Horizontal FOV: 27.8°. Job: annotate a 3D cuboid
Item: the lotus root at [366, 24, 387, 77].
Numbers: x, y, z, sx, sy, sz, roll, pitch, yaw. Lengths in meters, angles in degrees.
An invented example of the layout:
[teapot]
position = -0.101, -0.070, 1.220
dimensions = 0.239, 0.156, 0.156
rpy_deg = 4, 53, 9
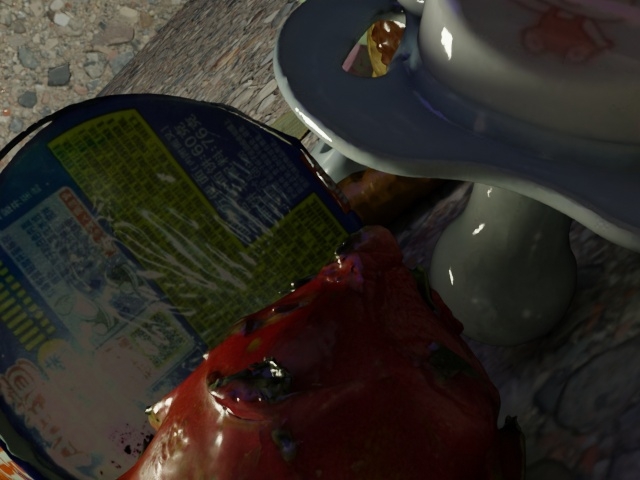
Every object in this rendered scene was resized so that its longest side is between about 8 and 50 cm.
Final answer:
[lotus root]
position = 0.104, -0.191, 1.090
dimensions = 0.214, 0.138, 0.138
rpy_deg = -45, 16, 38

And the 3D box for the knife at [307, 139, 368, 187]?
[knife]
position = -0.066, 0.021, 1.149
dimensions = 0.331, 0.044, 0.080
rpy_deg = -45, 25, 21

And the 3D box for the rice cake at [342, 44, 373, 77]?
[rice cake]
position = 0.044, -0.201, 1.291
dimensions = 0.051, 0.081, 0.290
rpy_deg = -46, 14, 42

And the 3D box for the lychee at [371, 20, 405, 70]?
[lychee]
position = 0.123, -0.179, 0.915
dimensions = 0.200, 0.200, 0.238
rpy_deg = -45, 38, 3

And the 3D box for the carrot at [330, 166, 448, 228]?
[carrot]
position = 0.000, 0.000, 1.020
dimensions = 0.314, 0.066, 0.066
rpy_deg = -33, 23, 23

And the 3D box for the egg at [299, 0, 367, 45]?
[egg]
position = 0.069, -0.257, 1.213
dimensions = 0.192, 0.149, 0.149
rpy_deg = -16, 15, -12

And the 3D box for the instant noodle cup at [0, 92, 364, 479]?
[instant noodle cup]
position = -0.152, 0.077, 0.906
dimensions = 0.284, 0.284, 0.312
rpy_deg = -57, 14, -30

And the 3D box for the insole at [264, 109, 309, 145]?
[insole]
position = -0.120, -0.055, 1.444
dimensions = 0.348, 0.009, 0.119
rpy_deg = -35, 23, 29

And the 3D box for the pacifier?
[pacifier]
position = 0.112, -0.045, 0.688
dimensions = 0.238, 0.287, 0.226
rpy_deg = -62, -12, -54

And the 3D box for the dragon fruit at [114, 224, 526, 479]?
[dragon fruit]
position = -0.023, 0.128, 0.634
dimensions = 0.269, 0.198, 0.200
rpy_deg = -41, 39, 38
